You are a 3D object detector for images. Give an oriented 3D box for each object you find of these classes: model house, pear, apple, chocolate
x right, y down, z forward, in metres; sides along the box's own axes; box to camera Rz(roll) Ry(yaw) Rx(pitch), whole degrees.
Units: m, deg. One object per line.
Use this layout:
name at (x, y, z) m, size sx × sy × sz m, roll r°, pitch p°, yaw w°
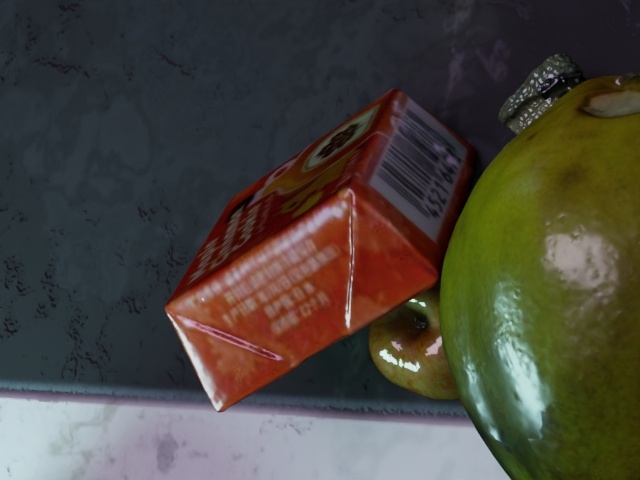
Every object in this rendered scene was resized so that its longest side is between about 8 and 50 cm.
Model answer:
model house at (0.200, -0.095, 1.313) m, size 0.079 × 0.066 × 0.083 m, roll -45°, pitch 57°, yaw 20°
pear at (0.211, 0.037, 1.158) m, size 0.269 × 0.269 × 0.321 m, roll 5°, pitch 89°, yaw 37°
apple at (0.098, 0.066, 1.322) m, size 0.126 × 0.102 × 0.126 m, roll -11°, pitch 71°, yaw 33°
chocolate at (0.000, 0.000, 1.331) m, size 0.234 × 0.108 × 0.237 m, roll -33°, pitch 17°, yaw 27°
